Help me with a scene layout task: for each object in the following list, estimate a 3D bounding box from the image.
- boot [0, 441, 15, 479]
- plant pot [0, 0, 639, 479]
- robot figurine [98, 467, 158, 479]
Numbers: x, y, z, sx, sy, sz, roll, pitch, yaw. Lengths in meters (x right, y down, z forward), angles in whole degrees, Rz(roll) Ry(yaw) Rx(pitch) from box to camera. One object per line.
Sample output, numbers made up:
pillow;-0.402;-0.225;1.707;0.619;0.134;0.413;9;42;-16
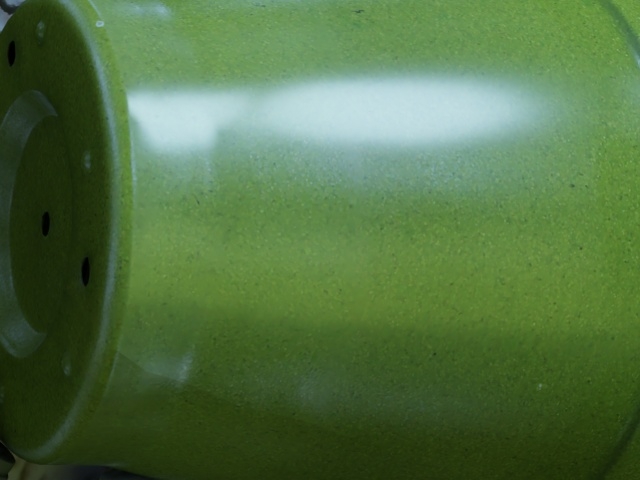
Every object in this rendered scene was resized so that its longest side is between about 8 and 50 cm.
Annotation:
boot;-0.277;0.160;0.710;0.076;0.190;0.208;76;37;-80
plant pot;0.000;0.000;0.784;0.353;0.366;0.366;2;107;-31
robot figurine;-0.059;0.303;0.931;0.300;0.200;0.353;-57;140;-43
